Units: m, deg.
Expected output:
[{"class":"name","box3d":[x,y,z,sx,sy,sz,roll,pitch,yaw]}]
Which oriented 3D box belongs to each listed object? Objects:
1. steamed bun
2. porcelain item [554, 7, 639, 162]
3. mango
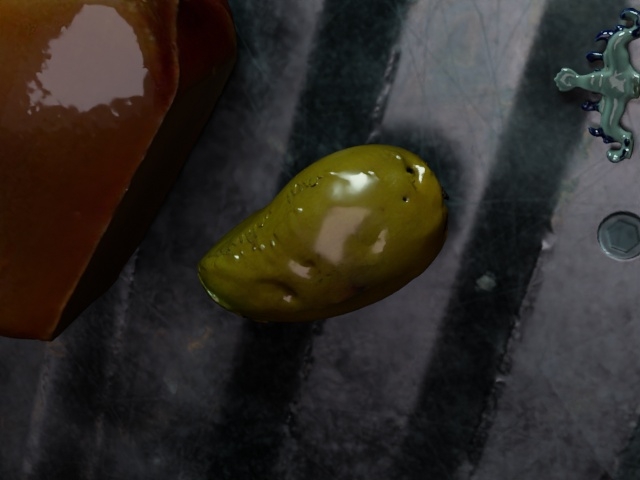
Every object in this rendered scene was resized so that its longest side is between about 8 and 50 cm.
[{"class":"steamed bun","box3d":[-0.260,-0.114,1.163,0.248,0.235,0.379,32,116,3]},{"class":"porcelain item","box3d":[0.244,-0.138,1.089,0.075,0.021,0.136,8,109,18]},{"class":"mango","box3d":[0.000,0.000,1.150,0.249,0.151,0.156,-19,133,21]}]
